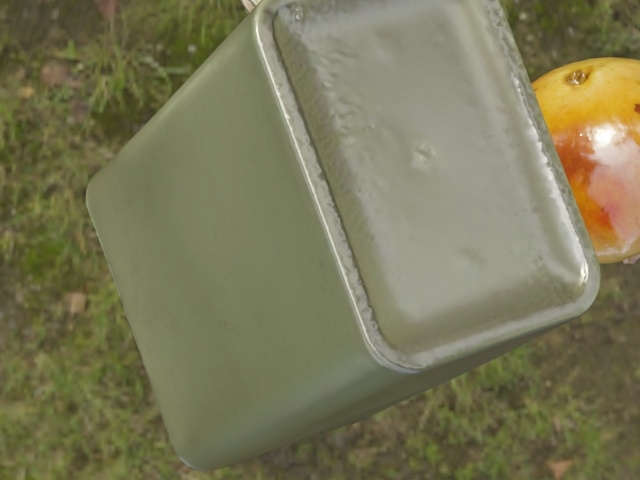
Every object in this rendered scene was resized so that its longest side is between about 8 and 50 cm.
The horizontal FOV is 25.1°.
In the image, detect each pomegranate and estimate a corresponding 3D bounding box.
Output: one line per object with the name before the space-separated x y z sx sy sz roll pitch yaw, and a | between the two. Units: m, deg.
pomegranate | 0.248 -0.070 1.280 0.191 0.191 0.191 -2 134 -2

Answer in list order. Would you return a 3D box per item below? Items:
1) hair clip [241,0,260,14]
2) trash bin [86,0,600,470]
hair clip | -0.061 -0.235 1.377 0.034 0.226 0.072 -31 135 -3
trash bin | 0.000 0.000 0.628 0.122 0.164 0.240 -16 173 -24
